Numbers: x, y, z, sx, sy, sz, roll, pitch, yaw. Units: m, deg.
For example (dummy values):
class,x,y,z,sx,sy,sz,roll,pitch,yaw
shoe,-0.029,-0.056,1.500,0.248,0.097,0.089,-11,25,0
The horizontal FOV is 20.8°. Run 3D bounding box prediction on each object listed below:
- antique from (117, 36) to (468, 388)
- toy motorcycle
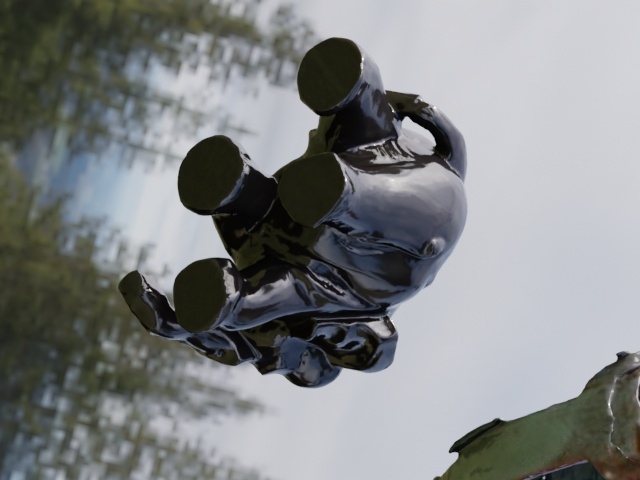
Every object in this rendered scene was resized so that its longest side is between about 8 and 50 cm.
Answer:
class,x,y,z,sx,sy,sz,roll,pitch,yaw
antique,0.000,0.000,1.596,0.322,0.255,0.185,-42,-123,10
toy motorcycle,0.226,0.187,1.417,0.182,0.241,0.319,-62,-176,-39
